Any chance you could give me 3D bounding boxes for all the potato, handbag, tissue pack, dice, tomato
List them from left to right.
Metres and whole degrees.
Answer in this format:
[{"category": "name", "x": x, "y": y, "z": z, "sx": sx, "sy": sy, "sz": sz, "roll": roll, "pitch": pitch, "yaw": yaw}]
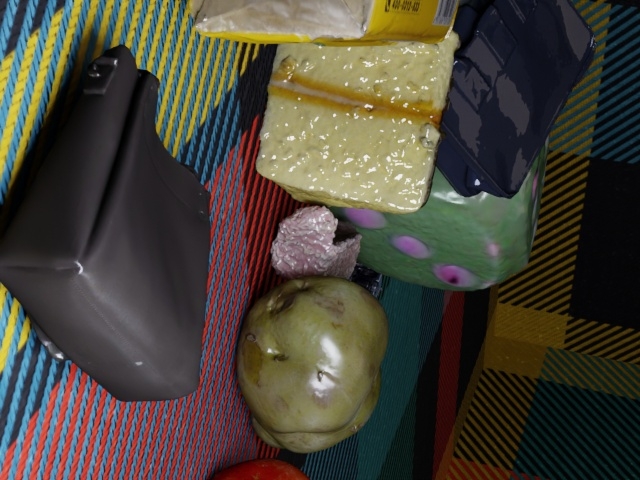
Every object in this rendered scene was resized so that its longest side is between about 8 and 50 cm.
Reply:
[{"category": "handbag", "x": -0.181, "y": -0.008, "z": 1.168, "sx": 0.285, "sy": 0.113, "sz": 0.257, "roll": 63, "pitch": 34, "yaw": -55}, {"category": "tomato", "x": -0.092, "y": 0.380, "z": 1.702, "sx": 0.187, "sy": 0.151, "sz": 0.187, "roll": -30, "pitch": 158, "yaw": -14}, {"category": "potato", "x": -0.017, "y": 0.182, "z": 1.754, "sx": 0.351, "sy": 0.202, "sz": 0.218, "roll": 99, "pitch": -4, "yaw": -64}, {"category": "tissue pack", "x": 0.019, "y": -0.362, "z": 1.410, "sx": 0.382, "sy": 0.228, "sz": 0.293, "roll": -25, "pitch": 120, "yaw": -71}, {"category": "dice", "x": 0.206, "y": -0.119, "z": 2.077, "sx": 0.322, "sy": 0.330, "sz": 0.318, "roll": 77, "pitch": 29, "yaw": -60}, {"category": "handbag", "x": 0.242, "y": -0.251, "z": 1.812, "sx": 0.269, "sy": 0.118, "sz": 0.326, "roll": 48, "pitch": 62, "yaw": -35}]

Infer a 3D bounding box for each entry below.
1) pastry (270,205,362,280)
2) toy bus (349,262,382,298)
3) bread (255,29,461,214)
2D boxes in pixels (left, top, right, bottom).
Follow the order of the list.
[{"category": "pastry", "x": -0.004, "y": 0.013, "z": 1.830, "sx": 0.265, "sy": 0.103, "sz": 0.112, "roll": 23, "pitch": 83, "yaw": -76}, {"category": "toy bus", "x": 0.068, "y": 0.109, "z": 2.246, "sx": 0.075, "sy": 0.060, "sz": 0.123, "roll": 89, "pitch": 21, "yaw": -51}, {"category": "bread", "x": 0.066, "y": -0.170, "z": 1.704, "sx": 0.198, "sy": 0.236, "sz": 0.263, "roll": 16, "pitch": 85, "yaw": -75}]
